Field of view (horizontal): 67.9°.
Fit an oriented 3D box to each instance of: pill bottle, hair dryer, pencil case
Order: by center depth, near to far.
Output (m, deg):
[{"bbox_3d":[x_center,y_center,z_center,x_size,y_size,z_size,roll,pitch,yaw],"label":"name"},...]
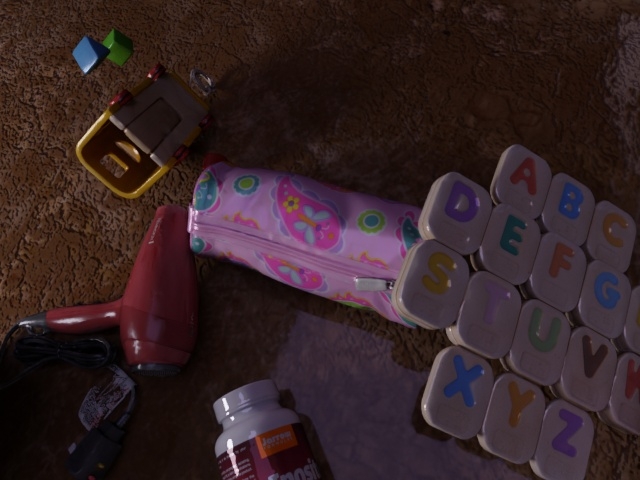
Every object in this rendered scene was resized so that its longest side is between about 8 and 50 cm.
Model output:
[{"bbox_3d":[-0.047,0.214,0.440,0.086,0.086,0.152,-24,66,-3],"label":"pill bottle"},{"bbox_3d":[0.000,0.000,0.507,0.284,0.124,0.124,18,70,16],"label":"pencil case"},{"bbox_3d":[-0.238,0.082,0.524,0.223,0.080,0.293,33,78,20],"label":"hair dryer"}]

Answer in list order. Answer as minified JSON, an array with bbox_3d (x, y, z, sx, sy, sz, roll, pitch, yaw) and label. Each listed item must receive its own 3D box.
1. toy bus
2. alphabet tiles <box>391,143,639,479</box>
[{"bbox_3d":[-0.218,-0.143,0.608,0.104,0.202,0.191,-32,70,27],"label":"toy bus"},{"bbox_3d":[0.205,0.060,0.434,0.284,0.021,0.278,28,71,-11],"label":"alphabet tiles"}]
